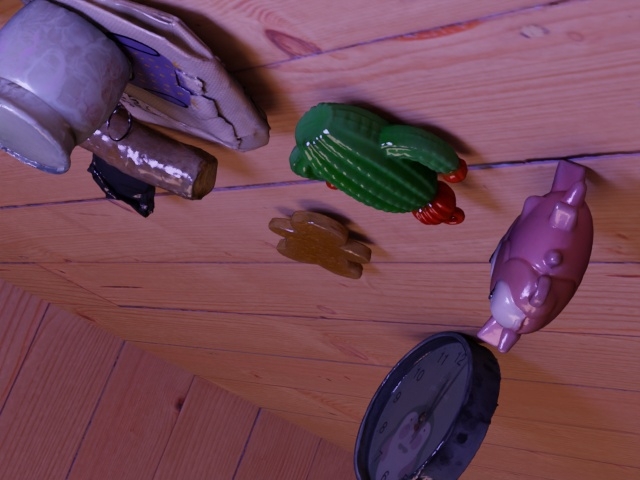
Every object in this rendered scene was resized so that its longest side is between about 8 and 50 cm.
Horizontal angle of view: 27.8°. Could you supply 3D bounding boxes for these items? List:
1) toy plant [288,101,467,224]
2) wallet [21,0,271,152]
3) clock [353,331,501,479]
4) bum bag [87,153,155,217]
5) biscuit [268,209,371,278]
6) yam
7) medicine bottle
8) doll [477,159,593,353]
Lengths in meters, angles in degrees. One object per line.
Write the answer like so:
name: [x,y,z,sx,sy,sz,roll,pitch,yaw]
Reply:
toy plant: [0.080,-0.083,1.454,0.240,0.088,0.154,18,151,-14]
wallet: [-0.199,-0.189,1.485,0.275,0.068,0.335,16,162,26]
clock: [0.175,0.299,2.179,0.066,0.318,0.319,34,161,-19]
bum bag: [-0.281,-0.102,1.869,0.123,0.060,0.248,30,154,-2]
biscuit: [0.001,-0.002,1.910,0.158,0.035,0.240,18,164,3]
yam: [-0.307,-0.147,1.718,0.357,0.081,0.081,22,164,7]
medicine bottle: [-0.299,-0.163,1.396,0.147,0.143,0.147,27,160,11]
doll: [0.234,0.019,1.382,0.093,0.211,0.262,23,-154,1]
